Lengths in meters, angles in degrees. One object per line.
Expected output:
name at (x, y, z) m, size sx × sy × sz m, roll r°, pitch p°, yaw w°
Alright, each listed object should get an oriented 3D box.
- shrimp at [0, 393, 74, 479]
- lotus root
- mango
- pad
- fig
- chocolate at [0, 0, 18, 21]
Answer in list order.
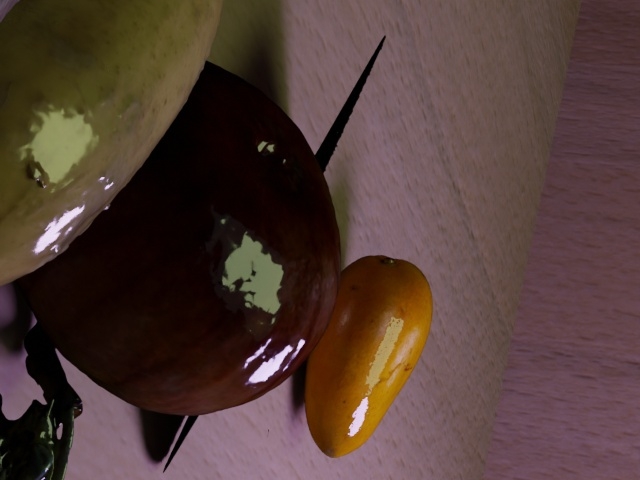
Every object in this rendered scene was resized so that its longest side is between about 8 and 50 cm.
shrimp at (-0.198, 0.239, 1.031) m, size 0.178 × 0.075 × 0.289 m, roll 64°, pitch 36°, yaw -76°
lotus root at (-0.140, -0.108, 0.866) m, size 0.151 × 0.169 × 0.342 m, roll 66°, pitch 33°, yaw -31°
mango at (0.044, 0.119, 1.706) m, size 0.145 × 0.112 × 0.219 m, roll 66°, pitch 40°, yaw -65°
pad at (0.000, -0.001, 1.351) m, size 0.315 × 0.063 × 0.375 m, roll -60°, pitch -175°, yaw 48°
fig at (-0.098, -0.005, 1.041) m, size 0.235 × 0.214 × 0.235 m, roll 14°, pitch 71°, yaw -49°
chocolate at (-0.199, -0.138, 0.691) m, size 0.303 × 0.185 × 0.100 m, roll -57°, pitch 175°, yaw -49°
